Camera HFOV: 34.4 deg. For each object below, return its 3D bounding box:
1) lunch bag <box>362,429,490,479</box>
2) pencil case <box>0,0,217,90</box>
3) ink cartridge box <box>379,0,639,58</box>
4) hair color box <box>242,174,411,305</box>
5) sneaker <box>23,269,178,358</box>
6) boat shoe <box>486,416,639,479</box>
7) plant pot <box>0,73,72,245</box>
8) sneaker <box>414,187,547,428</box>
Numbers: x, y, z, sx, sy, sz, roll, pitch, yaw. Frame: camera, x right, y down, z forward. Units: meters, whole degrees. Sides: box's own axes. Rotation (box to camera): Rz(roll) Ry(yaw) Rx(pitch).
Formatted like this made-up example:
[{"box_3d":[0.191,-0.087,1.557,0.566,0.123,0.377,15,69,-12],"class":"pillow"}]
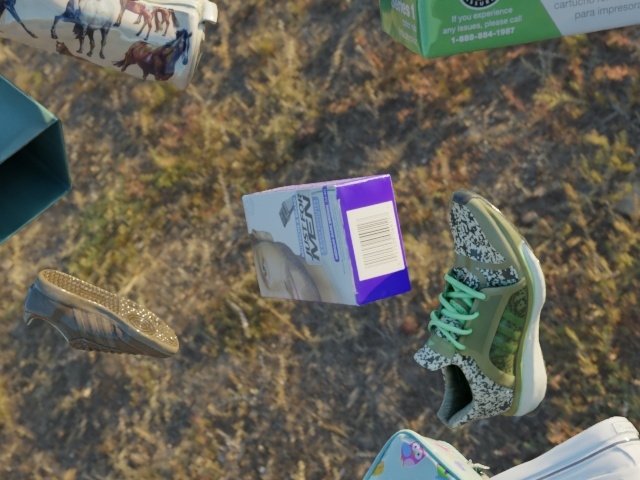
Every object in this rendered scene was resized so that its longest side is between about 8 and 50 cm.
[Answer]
[{"box_3d":[0.119,0.394,1.329,0.279,0.108,0.224,-59,37,7],"class":"lunch bag"},{"box_3d":[-0.372,-0.372,1.654,0.183,0.410,0.160,117,167,-63],"class":"pencil case"},{"box_3d":[0.138,-0.285,0.704,0.201,0.278,0.117,-11,24,-8],"class":"ink cartridge box"},{"box_3d":[0.000,0.000,1.665,0.110,0.185,0.339,-13,5,-26],"class":"hair color box"},{"box_3d":[-0.264,0.103,1.238,0.071,0.188,0.066,-57,11,18],"class":"sneaker"},{"box_3d":[0.200,0.246,0.945,0.226,0.083,0.076,-40,53,26],"class":"boat shoe"},{"box_3d":[-0.447,-0.126,1.241,0.234,0.166,0.165,41,65,12],"class":"plant pot"},{"box_3d":[0.222,0.123,1.521,0.182,0.410,0.158,-25,29,-23],"class":"sneaker"}]
